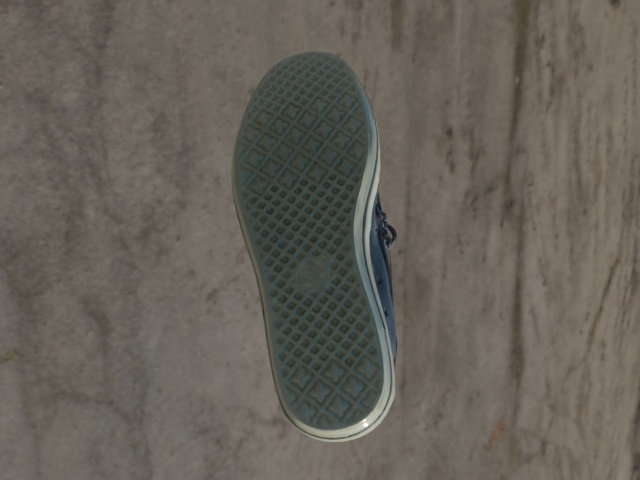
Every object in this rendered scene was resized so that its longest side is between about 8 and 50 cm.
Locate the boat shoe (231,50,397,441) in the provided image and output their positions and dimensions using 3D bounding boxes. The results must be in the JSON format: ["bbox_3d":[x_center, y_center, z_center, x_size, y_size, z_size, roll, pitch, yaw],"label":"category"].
[{"bbox_3d":[0.000,0.000,1.067,0.156,0.187,0.500,65,17,-69],"label":"boat shoe"}]
